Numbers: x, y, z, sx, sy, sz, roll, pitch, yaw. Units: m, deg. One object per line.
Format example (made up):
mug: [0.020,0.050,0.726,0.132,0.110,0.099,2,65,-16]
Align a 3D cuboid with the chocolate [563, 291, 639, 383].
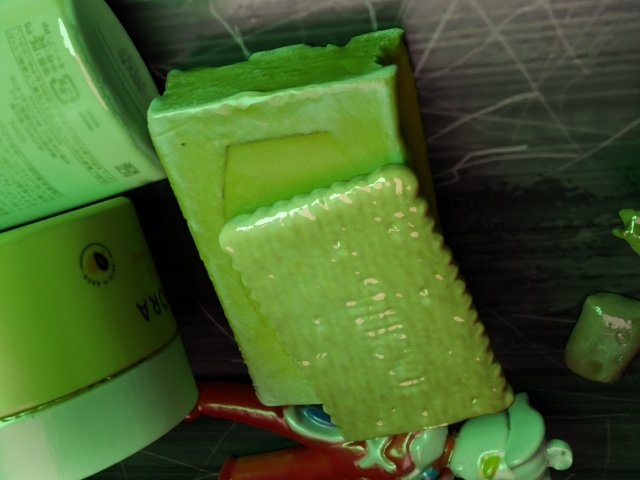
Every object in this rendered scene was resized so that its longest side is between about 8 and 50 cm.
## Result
chocolate: [0.260,0.096,0.698,0.064,0.031,0.100,15,128,4]

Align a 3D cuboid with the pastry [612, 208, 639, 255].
pastry: [0.365,-0.052,0.523,0.240,0.132,0.235,27,135,-2]

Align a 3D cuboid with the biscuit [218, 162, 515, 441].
biscuit: [0.042,0.061,0.597,0.160,0.030,0.249,-18,121,20]

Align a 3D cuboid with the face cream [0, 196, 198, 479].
face cream: [-0.230,0.080,0.618,0.218,0.218,0.179,-14,98,19]

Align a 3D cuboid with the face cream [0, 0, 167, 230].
face cream: [-0.301,-0.080,0.626,0.348,0.081,0.173,-15,121,19]

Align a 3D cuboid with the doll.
doll: [0.056,0.211,0.782,0.384,0.099,0.188,-5,125,17]

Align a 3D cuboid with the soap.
soap: [0.000,0.000,0.634,0.199,0.091,0.315,-5,124,14]
